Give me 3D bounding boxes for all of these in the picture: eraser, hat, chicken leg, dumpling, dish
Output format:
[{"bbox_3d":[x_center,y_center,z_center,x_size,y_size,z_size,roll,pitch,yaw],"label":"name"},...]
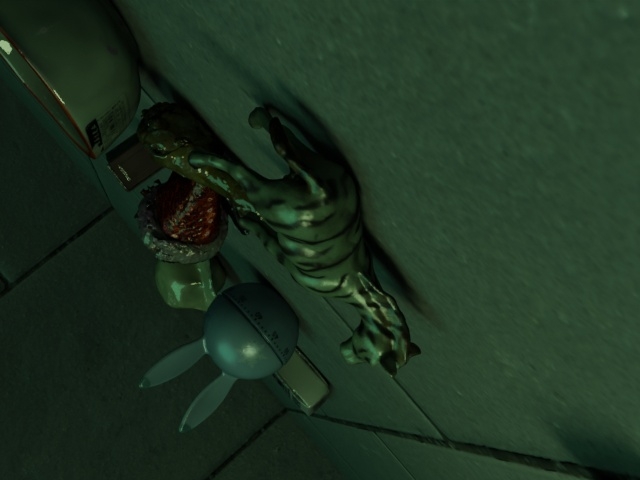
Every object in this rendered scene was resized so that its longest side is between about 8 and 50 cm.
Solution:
[{"bbox_3d":[-0.042,0.288,1.625,0.124,0.068,0.210,46,167,11],"label":"eraser"},{"bbox_3d":[-0.168,-0.061,1.048,0.227,0.128,0.140,-50,56,59],"label":"hat"},{"bbox_3d":[-0.129,-0.083,0.891,0.198,0.069,0.085,39,166,12],"label":"chicken leg"},{"bbox_3d":[-0.256,0.078,1.611,0.162,0.132,0.250,58,152,3],"label":"dumpling"},{"bbox_3d":[-0.289,-0.224,0.900,0.256,0.117,0.256,46,167,14],"label":"dish"}]

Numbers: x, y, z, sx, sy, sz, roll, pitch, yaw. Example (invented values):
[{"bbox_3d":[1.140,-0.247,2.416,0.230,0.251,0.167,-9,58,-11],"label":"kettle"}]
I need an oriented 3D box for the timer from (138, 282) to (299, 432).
[{"bbox_3d":[-0.155,0.174,1.317,0.175,0.255,0.175,56,-171,-13],"label":"timer"}]

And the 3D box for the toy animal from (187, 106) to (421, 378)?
[{"bbox_3d":[-0.009,-0.003,0.694,0.170,0.090,0.255,26,156,49],"label":"toy animal"}]

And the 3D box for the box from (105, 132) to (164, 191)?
[{"bbox_3d":[-0.286,-0.127,1.236,0.063,0.084,0.060,40,165,54],"label":"box"}]
